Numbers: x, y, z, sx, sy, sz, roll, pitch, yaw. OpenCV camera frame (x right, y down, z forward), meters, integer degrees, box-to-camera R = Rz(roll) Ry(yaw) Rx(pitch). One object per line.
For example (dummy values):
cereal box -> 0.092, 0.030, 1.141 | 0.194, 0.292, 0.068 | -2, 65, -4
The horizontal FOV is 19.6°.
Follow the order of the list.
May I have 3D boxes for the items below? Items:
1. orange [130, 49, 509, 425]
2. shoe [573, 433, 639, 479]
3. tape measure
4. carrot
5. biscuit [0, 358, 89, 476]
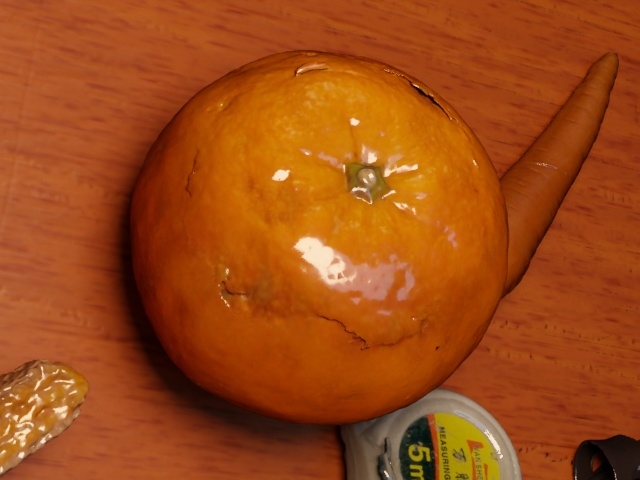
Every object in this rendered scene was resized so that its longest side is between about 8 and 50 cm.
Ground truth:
orange -> 0.000, 0.000, 1.377 | 0.284, 0.226, 0.284 | 5, 67, -13
shoe -> 0.237, 0.200, 1.589 | 0.159, 0.062, 0.053 | -34, 111, -27
tape measure -> 0.076, 0.117, 1.516 | 0.164, 0.084, 0.330 | 10, 61, -29
carrot -> 0.190, -0.051, 1.615 | 0.069, 0.069, 0.336 | 47, 55, -16
biscuit -> -0.316, 0.194, 1.238 | 0.378, 0.094, 0.054 | -36, 100, -32
